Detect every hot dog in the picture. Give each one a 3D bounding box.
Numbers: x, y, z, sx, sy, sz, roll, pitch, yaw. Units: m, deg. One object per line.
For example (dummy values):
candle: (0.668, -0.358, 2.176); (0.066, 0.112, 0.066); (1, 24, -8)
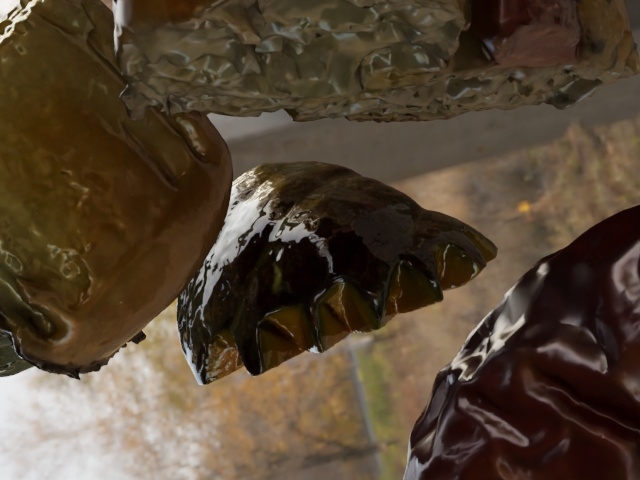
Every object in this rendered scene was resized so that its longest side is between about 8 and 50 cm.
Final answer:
hot dog: (0.030, -0.258, 0.689); (0.367, 0.196, 0.365); (-5, -98, -51)

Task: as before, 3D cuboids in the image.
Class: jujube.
jujube: (0.155, 0.097, 0.560); (0.213, 0.232, 0.213); (37, -153, -23)

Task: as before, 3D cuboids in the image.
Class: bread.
bread: (-0.146, -0.043, 0.814); (0.204, 0.163, 0.262); (47, -156, -22)

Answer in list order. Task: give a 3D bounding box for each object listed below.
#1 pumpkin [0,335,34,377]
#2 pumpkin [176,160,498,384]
pumpkin: (-0.327, -0.024, 1.288); (0.263, 0.293, 0.197); (37, 168, 19)
pumpkin: (0.000, 0.000, 0.982); (0.130, 0.254, 0.149); (152, 95, -84)
